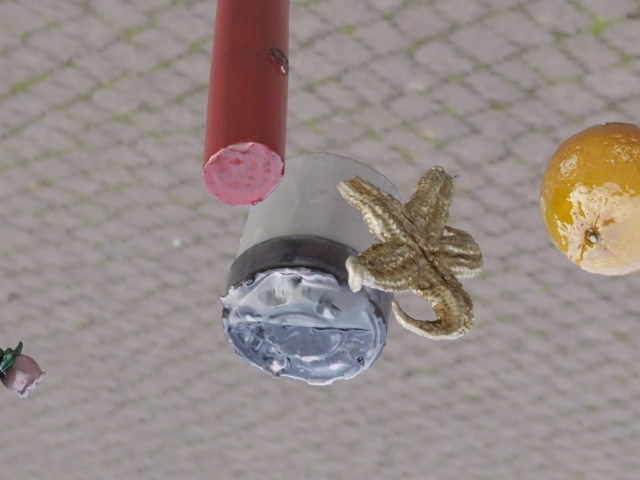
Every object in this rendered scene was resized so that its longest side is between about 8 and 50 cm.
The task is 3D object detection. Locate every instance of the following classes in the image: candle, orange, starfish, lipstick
[{"bbox_3d":[0.000,0.000,1.964,0.187,0.330,0.187,5,132,6],"label":"candle"},{"bbox_3d":[0.333,-0.045,1.995,0.177,0.155,0.178,1,139,1],"label":"orange"},{"bbox_3d":[0.070,0.003,1.299,0.150,0.209,0.053,45,118,15],"label":"starfish"},{"bbox_3d":[-0.060,-0.138,1.498,0.073,0.280,0.073,0,129,0],"label":"lipstick"}]

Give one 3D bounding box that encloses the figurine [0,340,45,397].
[{"bbox_3d":[-0.287,0.115,1.316,0.114,0.144,0.178,42,146,14],"label":"figurine"}]
